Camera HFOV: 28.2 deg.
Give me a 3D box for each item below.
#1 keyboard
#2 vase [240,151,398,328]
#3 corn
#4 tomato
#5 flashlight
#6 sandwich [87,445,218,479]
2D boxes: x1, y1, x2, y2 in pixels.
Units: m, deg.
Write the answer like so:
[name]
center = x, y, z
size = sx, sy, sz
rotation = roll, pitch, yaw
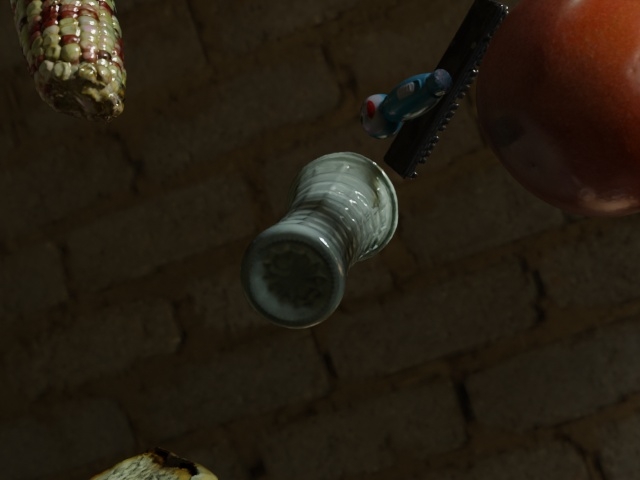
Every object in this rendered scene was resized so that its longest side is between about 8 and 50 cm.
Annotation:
[keyboard]
center = 0.148, -0.180, 1.494
size = 0.023, 0.231, 0.072
rotation = 24, 12, -27
[vase]
center = 0.000, 0.000, 1.434
size = 0.143, 0.143, 0.299
rotation = -19, 12, 16
[corn]
center = -0.206, -0.188, 1.015
size = 0.086, 0.253, 0.086
rotation = -12, -38, -9
[tomato]
center = 0.281, -0.146, 1.277
size = 0.224, 0.256, 0.256
rotation = -42, 7, -20
[flashlight]
center = 0.092, -0.148, 1.353
size = 0.051, 0.051, 0.129
rotation = -18, -6, -43
[sandwich]
center = -0.205, 0.278, 1.055
size = 0.271, 0.099, 0.301
rotation = -29, 2, -16
